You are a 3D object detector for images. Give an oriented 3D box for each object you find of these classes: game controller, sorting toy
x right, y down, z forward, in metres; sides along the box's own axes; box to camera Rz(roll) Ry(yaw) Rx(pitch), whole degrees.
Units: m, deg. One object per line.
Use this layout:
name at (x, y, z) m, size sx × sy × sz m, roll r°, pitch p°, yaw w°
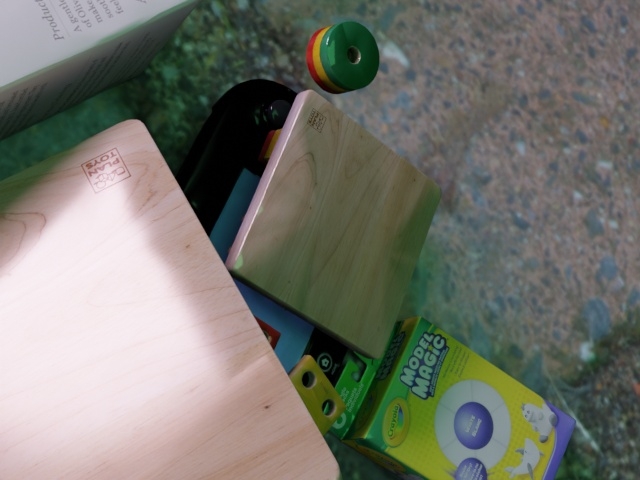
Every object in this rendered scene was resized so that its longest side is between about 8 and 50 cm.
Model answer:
game controller at (-0.055, 0.051, 0.770) m, size 0.166 × 0.067 × 0.319 m, roll 31°, pitch 69°, yaw -17°
sorting toy at (0.000, 0.000, 0.757) m, size 0.132 × 0.046 × 0.274 m, roll 33°, pitch 68°, yaw -31°
sorting toy at (-0.154, 0.100, 0.615) m, size 0.257 × 0.089 × 0.255 m, roll -27°, pitch 59°, yaw -9°

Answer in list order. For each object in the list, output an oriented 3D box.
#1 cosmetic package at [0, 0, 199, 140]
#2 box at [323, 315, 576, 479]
cosmetic package at (-0.278, -0.128, 0.652) m, size 0.365 × 0.155 × 0.197 m, roll -30°, pitch 92°, yaw -26°
box at (0.095, 0.132, 0.837) m, size 0.179 × 0.043 × 0.105 m, roll 33°, pitch 67°, yaw -14°
